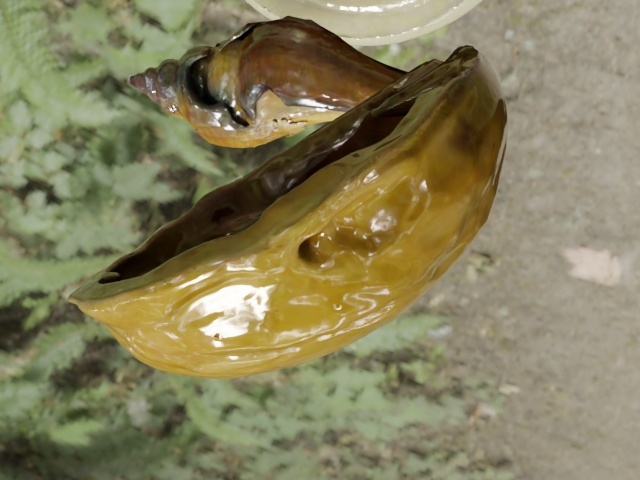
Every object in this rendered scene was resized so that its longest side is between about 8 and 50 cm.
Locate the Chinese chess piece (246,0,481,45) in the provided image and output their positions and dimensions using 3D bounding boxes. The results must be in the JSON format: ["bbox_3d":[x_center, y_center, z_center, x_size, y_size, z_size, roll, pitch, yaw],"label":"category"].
[{"bbox_3d":[0.031,-0.277,0.970,0.273,0.102,0.273,3,111,8],"label":"Chinese chess piece"}]

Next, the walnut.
[{"bbox_3d":[0.000,0.003,0.589,0.087,0.211,0.167,58,-178,-13],"label":"walnut"}]

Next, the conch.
[{"bbox_3d":[-0.015,-0.108,0.877,0.233,0.080,0.086,-8,170,26],"label":"conch"}]
